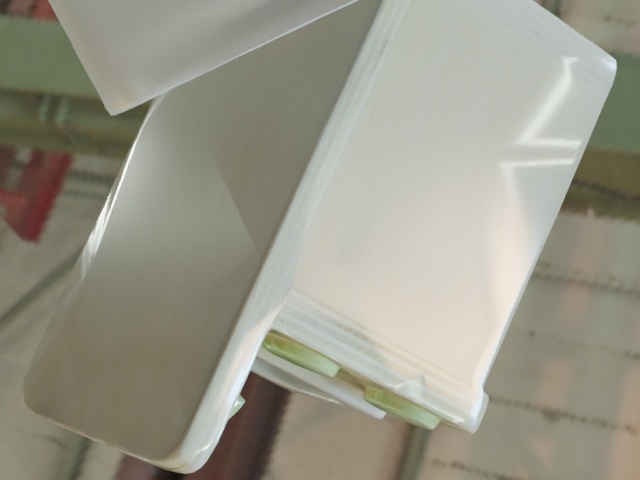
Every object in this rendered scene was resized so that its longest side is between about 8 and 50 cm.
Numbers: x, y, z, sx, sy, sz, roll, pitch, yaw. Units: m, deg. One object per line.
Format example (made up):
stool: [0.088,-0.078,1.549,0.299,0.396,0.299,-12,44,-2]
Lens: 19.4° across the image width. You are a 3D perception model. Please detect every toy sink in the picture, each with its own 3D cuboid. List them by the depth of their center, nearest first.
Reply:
toy sink: [0.000,0.000,0.798,0.153,0.131,0.234,8,-108,58]

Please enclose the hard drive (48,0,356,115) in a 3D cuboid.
hard drive: [-0.054,-0.217,0.595,0.203,0.307,0.040,-23,-168,22]
